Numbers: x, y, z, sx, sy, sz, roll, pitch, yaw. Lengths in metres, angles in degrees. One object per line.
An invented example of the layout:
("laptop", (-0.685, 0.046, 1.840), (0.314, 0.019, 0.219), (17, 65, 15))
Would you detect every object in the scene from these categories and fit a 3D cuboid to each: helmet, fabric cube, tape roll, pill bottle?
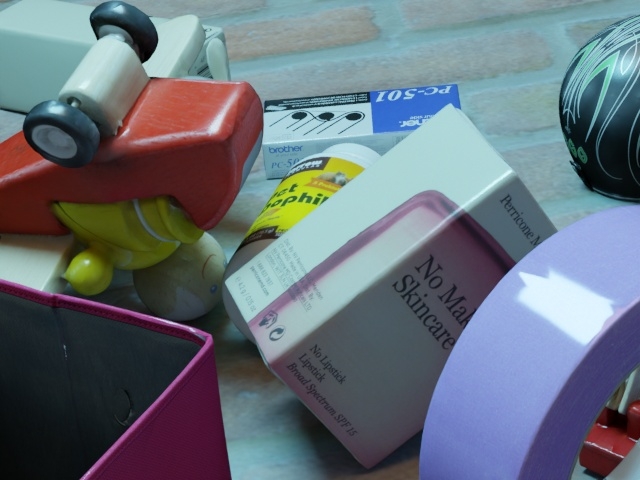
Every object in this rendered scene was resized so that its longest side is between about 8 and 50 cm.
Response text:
("helmet", (0.314, -0.137, 1.547), (0.169, 0.161, 0.169), (-4, 32, 3))
("fabric cube", (-0.217, 0.202, 1.002), (0.259, 0.258, 0.254), (12, 35, 27))
("tape roll", (0.197, 0.119, 1.046), (0.275, 0.275, 0.090), (-24, 36, -27))
("pill bottle", (0.000, 0.000, 1.422), (0.117, 0.117, 0.215), (5, 33, 17))

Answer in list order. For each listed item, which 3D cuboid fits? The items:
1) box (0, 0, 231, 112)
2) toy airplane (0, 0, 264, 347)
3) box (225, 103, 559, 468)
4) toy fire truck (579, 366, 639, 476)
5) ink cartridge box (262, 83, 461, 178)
("box", (-0.237, -0.190, 1.780), (0.275, 0.113, 0.094), (15, 37, 28))
("toy airplane", (-0.206, -0.018, 1.404), (0.386, 0.272, 0.384), (-46, 24, 5))
("box", (0.069, 0.036, 1.240), (0.232, 0.148, 0.127), (-38, 34, 4))
("toy fire truck", (0.234, 0.105, 1.196), (0.047, 0.135, 0.192), (22, 42, 37))
("ink cartridge box", (0.045, -0.115, 1.668), (0.207, 0.046, 0.097), (-5, 33, 2))
